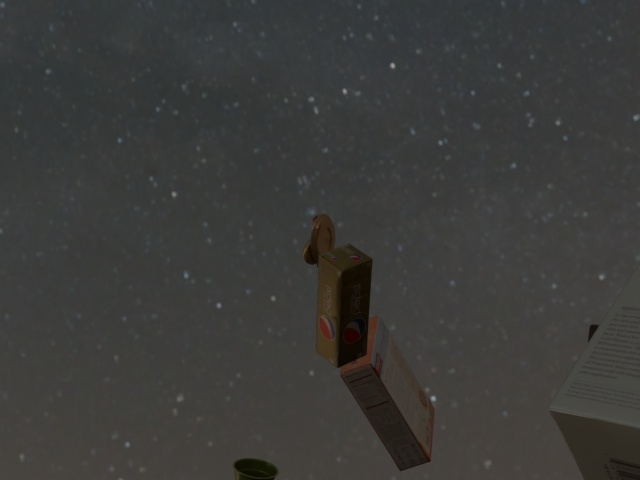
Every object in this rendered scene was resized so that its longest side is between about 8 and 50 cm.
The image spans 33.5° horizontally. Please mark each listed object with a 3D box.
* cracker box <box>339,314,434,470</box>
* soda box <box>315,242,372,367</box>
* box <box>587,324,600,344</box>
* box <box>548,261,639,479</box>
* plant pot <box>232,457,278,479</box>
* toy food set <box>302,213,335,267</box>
[{"bbox_3d":[0.122,0.270,1.892,0.067,0.155,0.232,-22,-68,20],"label":"cracker box"},{"bbox_3d":[0.034,0.100,1.618,0.061,0.058,0.181,-21,-53,-33],"label":"soda box"},{"bbox_3d":[0.595,0.250,1.893,0.167,0.168,0.203,5,3,-21],"label":"box"},{"bbox_3d":[0.458,0.163,1.299,0.168,0.345,0.215,6,-45,46],"label":"box"},{"bbox_3d":[-0.123,0.442,1.899,0.083,0.083,0.079,5,-77,-31],"label":"plant pot"},{"bbox_3d":[0.000,0.000,1.630,0.020,0.083,0.082,4,-7,25],"label":"toy food set"}]
